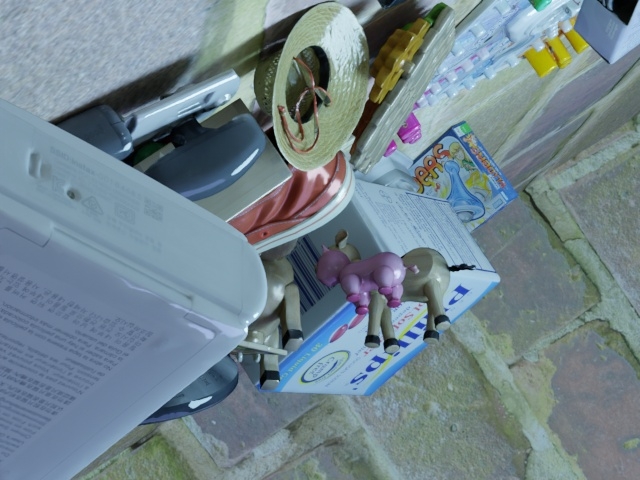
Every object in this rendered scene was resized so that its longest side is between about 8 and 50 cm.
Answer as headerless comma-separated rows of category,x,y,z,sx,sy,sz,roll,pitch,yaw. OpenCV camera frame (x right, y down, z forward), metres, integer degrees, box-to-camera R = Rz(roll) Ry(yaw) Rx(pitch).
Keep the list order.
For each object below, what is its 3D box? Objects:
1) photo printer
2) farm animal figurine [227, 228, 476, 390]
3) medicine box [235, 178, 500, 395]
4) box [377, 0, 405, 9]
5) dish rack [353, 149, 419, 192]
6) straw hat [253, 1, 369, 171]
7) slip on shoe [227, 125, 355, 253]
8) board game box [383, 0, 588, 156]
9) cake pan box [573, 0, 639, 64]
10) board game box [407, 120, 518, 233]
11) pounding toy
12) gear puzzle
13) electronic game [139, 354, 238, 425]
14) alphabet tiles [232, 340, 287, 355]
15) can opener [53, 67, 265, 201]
photo printer,-0.227,0.059,1.180,0.307,0.256,0.107,-40,-144,33
farm animal figurine,-0.040,0.045,1.992,0.330,0.172,0.327,18,141,-30
medicine box,0.047,0.067,2.253,0.263,0.149,0.289,-43,153,22
box,0.115,-0.260,1.213,0.147,0.077,0.180,-28,170,-38
dish rack,0.000,0.000,2.402,0.333,0.072,0.285,-36,171,7
straw hat,-0.023,-0.134,1.454,0.061,0.144,0.144,12,-156,35
slip on shoe,-0.128,-0.015,1.676,0.331,0.123,0.101,-28,136,13
board game box,0.273,-0.262,1.985,0.390,0.050,0.390,-28,171,-40
cake pan box,0.389,-0.326,1.766,0.267,0.070,0.246,-36,159,-22
board game box,0.182,-0.065,2.509,0.035,0.136,0.201,-28,169,-45
pounding toy,-0.115,-0.051,1.523,0.181,0.094,0.206,-36,-177,-28
gear puzzle,0.067,-0.152,1.637,0.175,0.044,0.339,-57,176,2
electronic game,-0.190,0.128,1.581,0.229,0.048,0.229,-1,-167,0
alphabet tiles,-0.185,0.101,1.812,0.237,0.009,0.198,2,171,31
can opener,-0.161,-0.048,1.288,0.283,0.095,0.076,-30,171,-32
